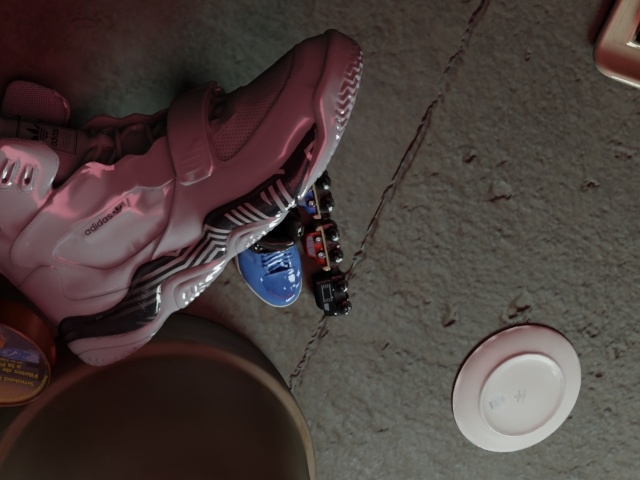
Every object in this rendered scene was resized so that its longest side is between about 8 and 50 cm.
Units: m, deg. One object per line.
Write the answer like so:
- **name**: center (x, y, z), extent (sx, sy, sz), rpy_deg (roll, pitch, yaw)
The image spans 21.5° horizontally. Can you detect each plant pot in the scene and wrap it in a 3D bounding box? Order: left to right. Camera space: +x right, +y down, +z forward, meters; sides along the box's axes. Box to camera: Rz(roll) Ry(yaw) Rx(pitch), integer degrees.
- **plant pot**: center (-0.128, 0.265, 1.460), extent (0.323, 0.280, 0.323), rpy_deg (-8, 115, -17)

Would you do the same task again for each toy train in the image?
- **toy train**: center (0.000, 0.000, 1.540), extent (0.036, 0.027, 0.158), rpy_deg (-11, 116, -4)

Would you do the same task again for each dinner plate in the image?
- **dinner plate**: center (0.199, 0.151, 1.682), extent (0.141, 0.017, 0.141), rpy_deg (-7, 113, -16)

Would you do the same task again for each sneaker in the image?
- **sneaker**: center (-0.144, -0.069, 1.355), extent (0.210, 0.137, 0.366), rpy_deg (37, 114, -21)
- **sneaker**: center (-0.044, 0.005, 1.491), extent (0.058, 0.084, 0.152), rpy_deg (-20, 117, -11)

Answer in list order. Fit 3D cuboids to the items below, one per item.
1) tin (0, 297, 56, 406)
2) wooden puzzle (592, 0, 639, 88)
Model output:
- **tin**: center (-0.315, 0.085, 1.408), extent (0.190, 0.040, 0.106), rpy_deg (11, 129, 0)
- **wooden puzzle**: center (0.392, -0.236, 1.575), extent (0.221, 0.044, 0.238), rpy_deg (15, 105, -25)
